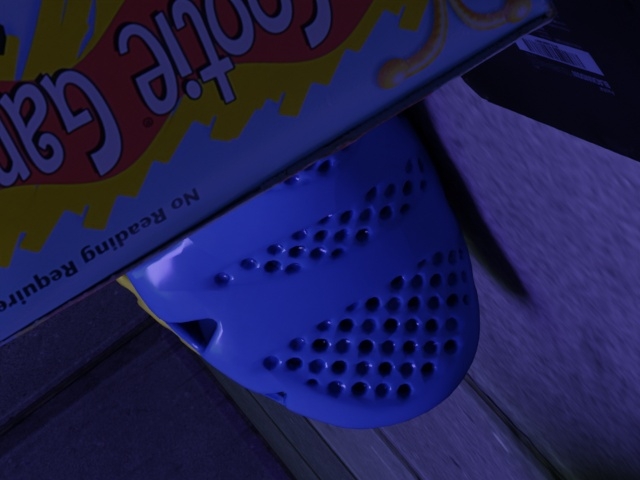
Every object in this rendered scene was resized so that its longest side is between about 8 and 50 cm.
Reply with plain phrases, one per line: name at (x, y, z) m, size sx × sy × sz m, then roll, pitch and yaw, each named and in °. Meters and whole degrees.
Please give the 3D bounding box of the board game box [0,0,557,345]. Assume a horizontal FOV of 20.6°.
board game box at (-0.087, -0.142, 0.333) m, size 0.144 × 0.142 × 0.275 m, roll 41°, pitch 159°, yaw 59°

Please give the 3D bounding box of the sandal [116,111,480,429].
sandal at (-0.037, -0.056, 0.609) m, size 0.317 × 0.126 × 0.138 m, roll 55°, pitch 168°, yaw -22°

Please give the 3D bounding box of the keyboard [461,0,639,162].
keyboard at (0.052, -0.063, 0.410) m, size 0.108 × 0.023 × 0.180 m, roll 50°, pitch 173°, yaw -24°
